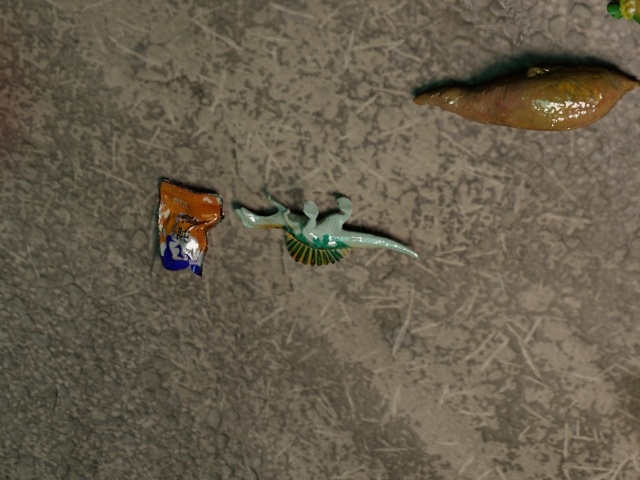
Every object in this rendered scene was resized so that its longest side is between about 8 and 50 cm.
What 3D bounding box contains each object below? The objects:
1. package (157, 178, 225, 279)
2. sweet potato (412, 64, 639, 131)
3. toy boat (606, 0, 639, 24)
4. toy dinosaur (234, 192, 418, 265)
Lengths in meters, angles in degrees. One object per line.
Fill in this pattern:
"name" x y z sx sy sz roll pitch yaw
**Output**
"package" -0.148 -0.012 1.482 0.077 0.033 0.110 20 113 30
"sweet potato" 0.197 -0.136 1.291 0.226 0.068 0.068 -2 121 17
"toy boat" 0.376 -0.180 1.212 0.230 0.089 0.088 27 162 -1
"toy dinosaur" 0.002 -0.002 1.446 0.187 0.044 0.106 25 139 -16
